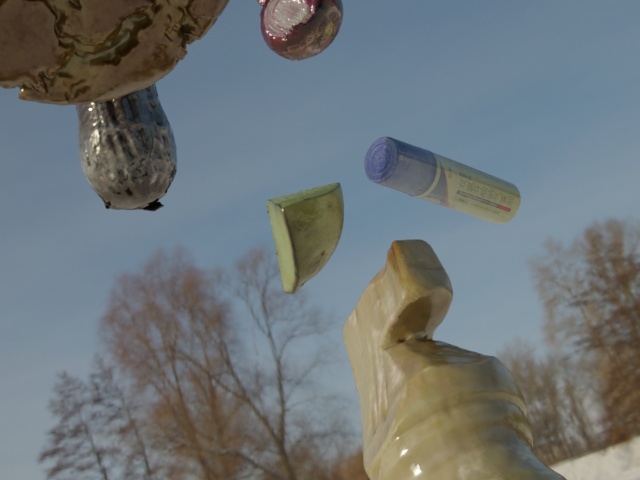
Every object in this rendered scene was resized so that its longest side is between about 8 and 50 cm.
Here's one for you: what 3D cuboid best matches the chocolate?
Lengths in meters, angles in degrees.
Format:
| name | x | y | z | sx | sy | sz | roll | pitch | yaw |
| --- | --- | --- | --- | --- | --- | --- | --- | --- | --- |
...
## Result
| name | x | y | z | sx | sy | sz | roll | pitch | yaw |
| --- | --- | --- | --- | --- | --- | --- | --- | --- | --- |
| chocolate | -0.207 | -0.149 | 0.866 | 0.110 | 0.248 | 0.110 | -15 | -4 | -1 |

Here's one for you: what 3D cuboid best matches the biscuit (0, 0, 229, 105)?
| name | x | y | z | sx | sy | sz | roll | pitch | yaw |
| --- | --- | --- | --- | --- | --- | --- | --- | --- | --- |
| biscuit | -0.136 | -0.169 | 0.466 | 0.226 | 0.042 | 0.226 | -15 | -46 | -16 |

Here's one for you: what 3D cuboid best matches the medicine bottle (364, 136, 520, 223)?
| name | x | y | z | sx | sy | sz | roll | pitch | yaw |
| --- | --- | --- | --- | --- | --- | --- | --- | --- | --- |
| medicine bottle | 0.154 | -0.071 | 1.065 | 0.231 | 0.059 | 0.059 | 14 | -38 | -39 |

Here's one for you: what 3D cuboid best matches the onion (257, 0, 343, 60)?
| name | x | y | z | sx | sy | sz | roll | pitch | yaw |
| --- | --- | --- | --- | --- | --- | --- | --- | --- | --- |
| onion | -0.048 | -0.440 | 1.714 | 0.173 | 0.198 | 0.135 | -47 | -37 | -3 |

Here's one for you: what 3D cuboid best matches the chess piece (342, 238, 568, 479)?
| name | x | y | z | sx | sy | sz | roll | pitch | yaw |
| --- | --- | --- | --- | --- | --- | --- | --- | --- | --- |
| chess piece | 0.084 | 0.131 | 0.627 | 0.137 | 0.301 | 0.137 | -10 | -49 | -12 |

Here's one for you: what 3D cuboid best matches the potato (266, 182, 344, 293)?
| name | x | y | z | sx | sy | sz | roll | pitch | yaw |
| --- | --- | --- | --- | --- | --- | --- | --- | --- | --- |
| potato | 0.000 | 0.000 | 1.234 | 0.120 | 0.149 | 0.081 | -18 | 22 | -21 |
